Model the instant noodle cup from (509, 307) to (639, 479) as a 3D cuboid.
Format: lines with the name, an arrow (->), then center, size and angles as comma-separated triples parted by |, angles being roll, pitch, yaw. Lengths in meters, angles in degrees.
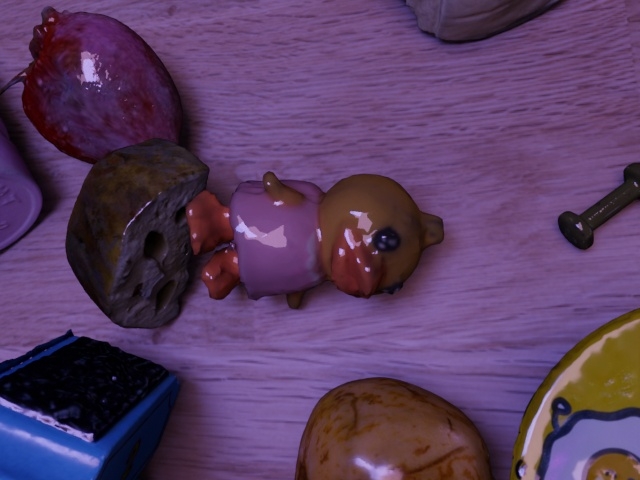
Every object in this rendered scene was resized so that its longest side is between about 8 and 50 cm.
instant noodle cup -> 0.318, 0.219, 0.489 | 0.325, 0.254, 0.326 | -2, 79, 11

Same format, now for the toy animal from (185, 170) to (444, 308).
toy animal -> 0.003, -0.003, 0.657 | 0.281, 0.196, 0.169 | 2, 39, 16

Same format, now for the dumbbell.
dumbbell -> 0.338, -0.040, 0.645 | 0.118, 0.052, 0.046 | -36, 46, 2

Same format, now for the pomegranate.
pomegranate -> 0.079, 0.248, 0.569 | 0.215, 0.215, 0.216 | -2, 78, 11

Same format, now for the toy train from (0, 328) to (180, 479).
toy train -> -0.280, 0.249, 0.588 | 0.187, 0.300, 0.265 | 20, 96, 1

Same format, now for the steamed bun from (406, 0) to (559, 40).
steamed bun -> 0.211, -0.406, 0.669 | 0.290, 0.273, 0.272 | -37, 89, 6

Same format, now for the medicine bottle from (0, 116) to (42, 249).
medicine bottle -> -0.558, -0.145, 0.769 | 0.212, 0.212, 0.325 | -39, 73, 2

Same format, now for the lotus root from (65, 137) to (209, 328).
lotus root -> -0.225, -0.005, 0.674 | 0.119, 0.138, 0.235 | 34, 116, 24

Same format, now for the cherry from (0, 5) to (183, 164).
cherry -> -0.284, -0.186, 0.742 | 0.249, 0.175, 0.192 | 39, 98, 5
